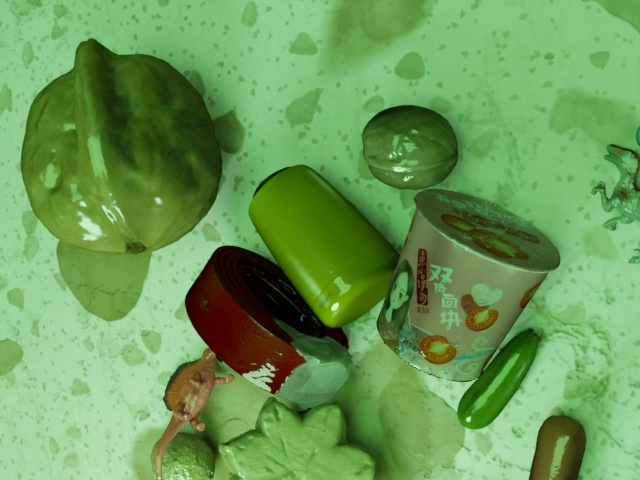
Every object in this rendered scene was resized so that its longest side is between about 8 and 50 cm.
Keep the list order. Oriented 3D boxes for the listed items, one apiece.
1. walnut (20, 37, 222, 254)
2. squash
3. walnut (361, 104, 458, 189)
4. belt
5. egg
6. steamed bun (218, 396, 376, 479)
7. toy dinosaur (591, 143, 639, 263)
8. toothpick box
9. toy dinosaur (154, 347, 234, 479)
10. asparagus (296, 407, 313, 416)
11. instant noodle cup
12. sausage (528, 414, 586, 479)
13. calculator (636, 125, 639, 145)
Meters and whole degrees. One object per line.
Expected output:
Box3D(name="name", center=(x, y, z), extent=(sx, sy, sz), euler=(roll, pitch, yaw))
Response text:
Box3D(name="walnut", center=(-0.357, -0.157, 1.613), extent=(0.384, 0.383, 0.383), euler=(3, 96, 27))
Box3D(name="squash", center=(0.294, 0.229, 1.448), extent=(0.066, 0.066, 0.201), euler=(38, 104, 19))
Box3D(name="walnut", center=(0.146, -0.152, 1.446), extent=(0.162, 0.140, 0.140), euler=(-2, 94, 17))
Box3D(name="belt", center=(-0.091, 0.151, 1.547), extent=(0.324, 0.227, 0.115), euler=(42, 114, 19))
Box3D(name="egg", center=(-0.269, 0.438, 1.732), extent=(0.140, 0.116, 0.118), euler=(38, 88, 23))
Box3D(name="steamed bun", center=(-0.043, 0.421, 1.568), extent=(0.295, 0.137, 0.292), euler=(19, 74, 0))
Box3D(name="toy dinosaur", center=(0.518, -0.033, 1.307), extent=(0.242, 0.053, 0.167), euler=(21, 100, 29))
Box3D(name="toothpick box", center=(0.000, 0.000, 1.518), extent=(0.175, 0.175, 0.271), euler=(-48, 70, 23))
Box3D(name="toy dinosaur", center=(-0.279, 0.321, 1.714), extent=(0.139, 0.070, 0.286), euler=(17, 72, 43))
Box3D(name="asparagus", center=(-0.026, 0.326, 1.646), extent=(0.108, 0.021, 0.025), euler=(-20, 85, 28))
Box3D(name="instant noodle cup", center=(0.214, 0.073, 1.384), extent=(0.243, 0.243, 0.231), euler=(32, 114, 21))
Box3D(name="sausage", center=(0.375, 0.373, 1.413), extent=(0.077, 0.077, 0.194), euler=(13, 101, 26))
Box3D(name="calculator", center=(0.585, -0.113, 1.257), extent=(0.173, 0.051, 0.293), euler=(-41, 76, 17))
